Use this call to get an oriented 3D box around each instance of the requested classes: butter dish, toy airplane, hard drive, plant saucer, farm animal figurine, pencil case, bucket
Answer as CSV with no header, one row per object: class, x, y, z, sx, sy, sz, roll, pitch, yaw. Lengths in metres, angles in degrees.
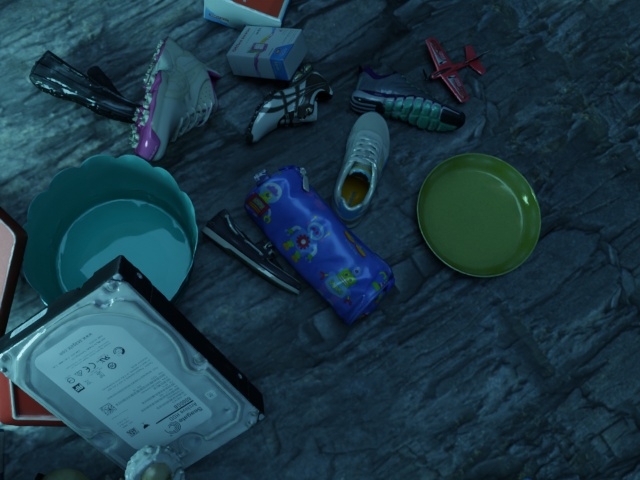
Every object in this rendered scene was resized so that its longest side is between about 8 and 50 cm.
butter dish,-0.426,0.209,1.146,0.160,0.118,0.160,3,118,-8
toy airplane,0.269,-0.347,1.426,0.151,0.028,0.151,2,77,-9
hard drive,-0.274,0.209,1.066,0.237,0.064,0.339,-33,119,9
plant saucer,0.294,-0.046,1.352,0.241,0.037,0.240,2,77,-8
farm animal figurine,-0.343,0.422,1.036,0.330,0.326,0.172,-22,52,-17
plant saucer,-0.541,0.018,1.092,0.259,0.258,0.048,38,30,23
pencil case,0.000,0.000,1.249,0.306,0.119,0.133,49,116,4
bucket,-0.331,0.017,1.167,0.281,0.183,0.281,2,75,-8

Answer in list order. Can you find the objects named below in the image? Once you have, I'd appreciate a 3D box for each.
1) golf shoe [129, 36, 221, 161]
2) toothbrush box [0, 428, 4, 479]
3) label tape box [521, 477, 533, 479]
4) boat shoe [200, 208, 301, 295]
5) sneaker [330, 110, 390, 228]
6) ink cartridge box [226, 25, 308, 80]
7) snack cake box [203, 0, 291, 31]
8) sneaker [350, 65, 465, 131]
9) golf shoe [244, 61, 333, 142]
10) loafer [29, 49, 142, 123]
golf shoe,-0.240,-0.235,1.230,0.140,0.115,0.306,23,41,-21
toothbrush box,-0.539,0.375,0.989,0.126,0.295,0.216,-3,76,-9
label tape box,0.268,0.574,1.089,0.249,0.115,0.347,-14,99,-18
boat shoe,-0.110,0.019,1.256,0.206,0.075,0.065,35,77,6
sneaker,0.080,-0.138,1.314,0.088,0.092,0.228,15,73,-3
ink cartridge box,-0.099,-0.347,1.325,0.123,0.052,0.088,11,57,25
snack cake box,-0.110,-0.533,1.384,0.152,0.089,0.264,20,75,-5
sneaker,0.173,-0.278,1.370,0.224,0.083,0.098,12,70,-5
golf shoe,-0.056,-0.241,1.327,0.094,0.077,0.198,41,75,2
loafer,-0.406,-0.274,1.281,0.223,0.076,0.078,23,83,1
